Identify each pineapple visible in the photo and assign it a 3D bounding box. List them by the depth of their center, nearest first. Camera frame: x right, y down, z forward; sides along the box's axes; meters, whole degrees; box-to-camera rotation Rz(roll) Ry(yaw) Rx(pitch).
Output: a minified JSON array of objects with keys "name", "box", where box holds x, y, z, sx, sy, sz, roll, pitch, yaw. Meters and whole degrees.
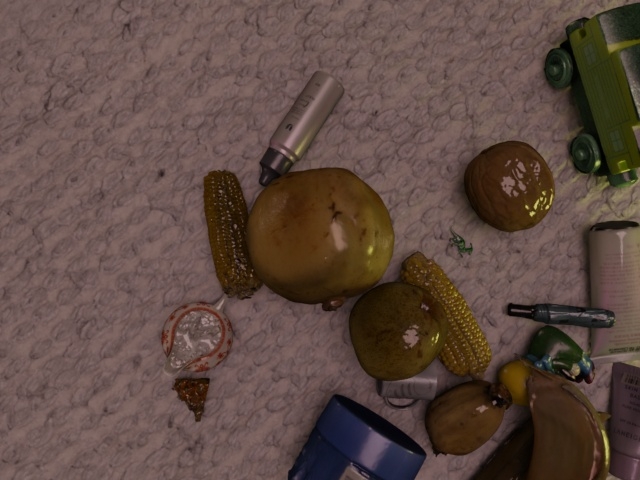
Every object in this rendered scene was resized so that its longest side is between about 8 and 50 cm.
[{"name":"pineapple","box":[-0.293,0.371,1.328,0.114,0.077,0.114,-1,98,29]}]

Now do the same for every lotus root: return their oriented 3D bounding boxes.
[{"name":"lotus root","box":[0.333,0.410,1.313,0.140,0.154,0.257,39,121,0]}]

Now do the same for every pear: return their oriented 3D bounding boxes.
[{"name":"pear","box":[0.175,0.193,1.248,0.211,0.188,0.228,-32,47,28]}]

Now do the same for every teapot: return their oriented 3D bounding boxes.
[{"name":"teapot","box":[-0.279,0.214,1.306,0.159,0.116,0.245,24,67,7]}]

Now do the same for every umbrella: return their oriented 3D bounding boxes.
[{"name":"umbrella","box":[0.595,0.185,1.389,0.251,0.053,0.052,4,90,11]}]

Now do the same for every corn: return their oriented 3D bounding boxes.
[{"name":"corn","box":[-0.212,-0.014,1.321,0.115,0.115,0.317,-14,78,-6]},{"name":"corn","box":[0.301,0.188,1.354,0.130,0.130,0.346,-29,89,-6]}]

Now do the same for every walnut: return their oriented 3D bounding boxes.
[{"name":"walnut","box":[0.457,-0.128,1.351,0.228,0.228,0.227,0,86,-5]}]

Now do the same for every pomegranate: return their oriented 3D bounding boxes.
[{"name":"pomegranate","box":[0.000,0.000,1.249,0.333,0.332,0.332,0,86,-5]}]

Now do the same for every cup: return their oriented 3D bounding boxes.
[{"name":"cup","box":[0.205,0.349,1.349,0.133,0.099,0.135,6,85,-6]}]

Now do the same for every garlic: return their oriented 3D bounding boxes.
[{"name":"garlic","box":[0.539,0.426,1.246,0.196,0.151,0.338,1,82,2]}]

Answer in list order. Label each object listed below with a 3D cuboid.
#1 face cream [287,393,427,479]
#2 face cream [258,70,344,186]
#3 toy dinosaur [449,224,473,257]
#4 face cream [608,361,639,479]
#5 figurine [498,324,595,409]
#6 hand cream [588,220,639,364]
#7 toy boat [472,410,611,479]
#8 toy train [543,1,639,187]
[{"name":"face cream","box":[0.077,0.504,1.252,0.249,0.249,0.225,32,84,-2]},{"name":"face cream","box":[-0.058,-0.264,1.370,0.092,0.092,0.311,32,84,-2]},{"name":"toy dinosaur","box":[0.360,0.003,1.425,0.062,0.021,0.083,2,90,-12]},{"name":"face cream","box":[0.781,0.451,1.386,0.096,0.154,0.273,9,90,-32]},{"name":"figurine","box":[0.545,0.342,1.378,0.185,0.127,0.234,44,73,-9]},{"name":"hand cream","box":[0.760,0.130,1.417,0.186,0.118,0.358,-7,93,4]},{"name":"toy boat","box":[0.519,0.554,1.351,0.445,0.136,0.162,-43,96,-7]},{"name":"toy train","box":[0.716,-0.351,1.356,0.179,0.272,0.441,-16,88,-9]}]
